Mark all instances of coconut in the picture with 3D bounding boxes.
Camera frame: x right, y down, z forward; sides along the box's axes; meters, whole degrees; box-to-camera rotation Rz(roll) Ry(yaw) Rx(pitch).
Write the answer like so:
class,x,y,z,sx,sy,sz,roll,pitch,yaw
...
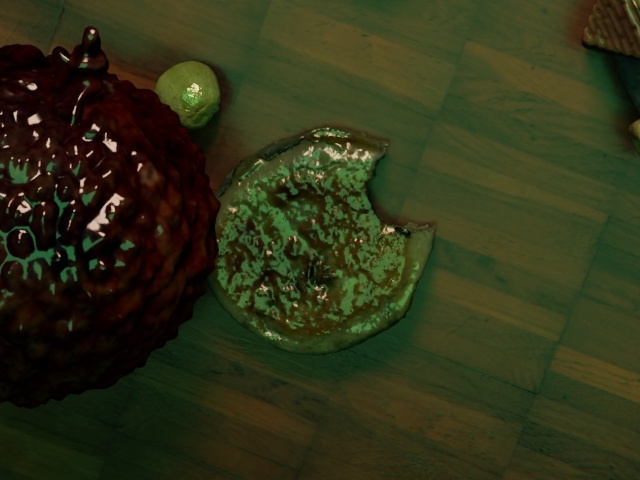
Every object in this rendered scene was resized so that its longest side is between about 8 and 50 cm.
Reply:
class,x,y,z,sx,sy,sz,roll,pitch,yaw
coconut,-0.167,-0.183,1.847,0.088,0.096,0.088,-13,132,-14

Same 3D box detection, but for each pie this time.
class,x,y,z,sx,sy,sz,roll,pitch,yaw
pie,-0.007,0.004,1.864,0.302,0.067,0.302,1,97,5

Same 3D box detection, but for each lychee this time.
class,x,y,z,sx,sy,sz,roll,pitch,yaw
lychee,-0.323,-0.034,1.721,0.424,0.424,0.500,30,120,0

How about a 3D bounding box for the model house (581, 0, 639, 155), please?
class,x,y,z,sx,sy,sz,roll,pitch,yaw
model house,0.457,-0.233,1.701,0.266,0.261,0.321,-27,90,10
